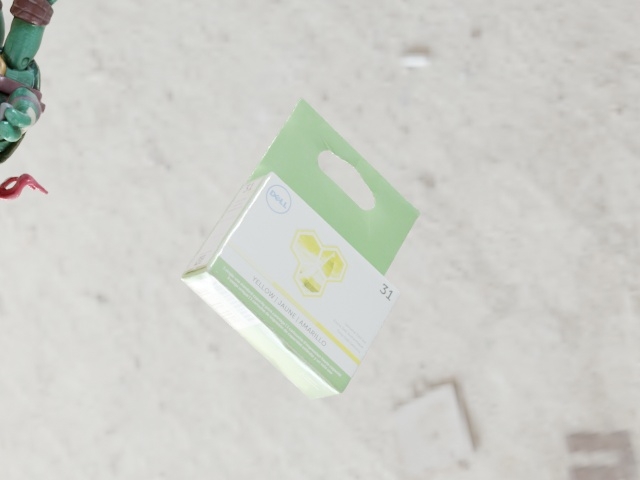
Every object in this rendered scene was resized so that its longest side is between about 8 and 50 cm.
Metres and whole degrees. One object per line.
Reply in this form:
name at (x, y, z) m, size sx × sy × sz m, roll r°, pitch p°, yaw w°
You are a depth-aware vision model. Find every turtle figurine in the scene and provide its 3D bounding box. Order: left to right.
turtle figurine at (-0.261, -0.121, 1.396) m, size 0.175 × 0.118 × 0.234 m, roll 13°, pitch 79°, yaw 24°

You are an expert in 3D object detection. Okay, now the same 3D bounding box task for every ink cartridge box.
ink cartridge box at (0.000, 0.000, 1.658) m, size 0.171 × 0.235 × 0.056 m, roll 44°, pitch 147°, yaw -18°
